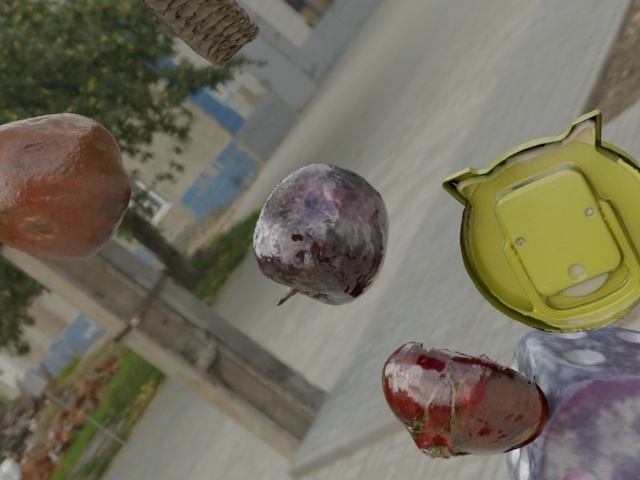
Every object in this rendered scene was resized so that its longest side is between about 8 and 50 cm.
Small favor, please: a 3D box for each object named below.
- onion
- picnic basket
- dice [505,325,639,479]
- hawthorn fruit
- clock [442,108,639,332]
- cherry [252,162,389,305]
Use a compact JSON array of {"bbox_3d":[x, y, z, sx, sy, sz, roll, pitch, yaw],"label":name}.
[{"bbox_3d":[0.206,0.235,1.496,0.248,0.248,0.161,-139,65,-80],"label":"onion"},{"bbox_3d":[-0.111,-0.192,0.742,0.055,0.110,0.193,-41,-14,4],"label":"picnic basket"},{"bbox_3d":[0.455,0.298,1.675,0.270,0.271,0.270,-88,2,-77],"label":"dice"},{"bbox_3d":[-0.257,-0.057,0.941,0.149,0.189,0.149,-14,64,30],"label":"hawthorn fruit"},{"bbox_3d":[0.331,-0.015,1.406,0.277,0.294,0.071,-18,16,18],"label":"clock"},{"bbox_3d":[0.001,-0.011,1.354,0.195,0.195,0.195,-50,10,12],"label":"cherry"}]
